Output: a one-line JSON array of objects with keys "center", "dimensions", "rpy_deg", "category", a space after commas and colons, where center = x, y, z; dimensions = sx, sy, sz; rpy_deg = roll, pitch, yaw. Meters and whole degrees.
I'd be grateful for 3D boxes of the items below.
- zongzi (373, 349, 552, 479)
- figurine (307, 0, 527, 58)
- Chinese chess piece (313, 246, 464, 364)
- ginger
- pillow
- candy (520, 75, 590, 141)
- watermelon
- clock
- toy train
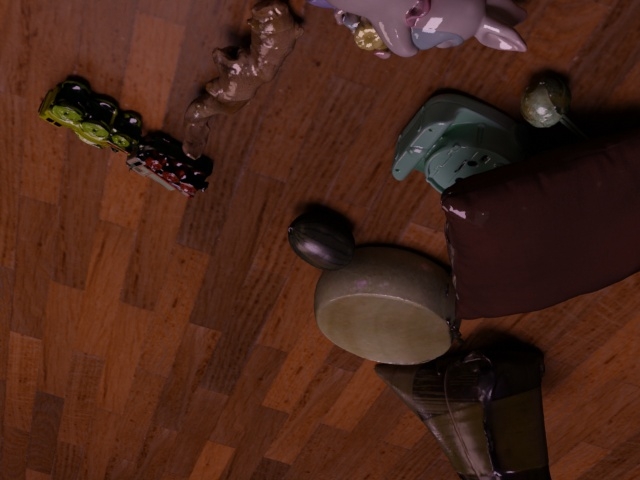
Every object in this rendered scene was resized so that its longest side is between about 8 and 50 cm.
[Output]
[{"center": [0.226, 0.333, 1.950], "dimensions": [0.317, 0.290, 0.154], "rpy_deg": [-11, 169, 43], "category": "zongzi"}, {"center": [0.097, -0.250, 1.236], "dimensions": [0.235, 0.127, 0.155], "rpy_deg": [32, 125, -31], "category": "figurine"}, {"center": [0.107, 0.101, 1.796], "dimensions": [0.237, 0.092, 0.238], "rpy_deg": [10, 146, 7], "category": "Chinese chess piece"}, {"center": [-0.109, -0.194, 1.442], "dimensions": [0.089, 0.075, 0.288], "rpy_deg": [5, 150, -32], "category": "ginger"}, {"center": [0.304, -0.013, 1.470], "dimensions": [0.305, 0.108, 0.308], "rpy_deg": [-16, 148, 0], "category": "pillow"}, {"center": [0.310, -0.132, 1.416], "dimensions": [0.061, 0.061, 0.202], "rpy_deg": [-18, 144, 39], "category": "candy"}, {"center": [0.000, 0.000, 1.695], "dimensions": [0.110, 0.078, 0.078], "rpy_deg": [33, 143, -26], "category": "watermelon"}, {"center": [0.195, -0.104, 1.478], "dimensions": [0.188, 0.060, 0.148], "rpy_deg": [19, 147, -11], "category": "clock"}, {"center": [-0.261, -0.134, 1.611], "dimensions": [0.249, 0.053, 0.085], "rpy_deg": [32, 152, -27], "category": "toy train"}]
